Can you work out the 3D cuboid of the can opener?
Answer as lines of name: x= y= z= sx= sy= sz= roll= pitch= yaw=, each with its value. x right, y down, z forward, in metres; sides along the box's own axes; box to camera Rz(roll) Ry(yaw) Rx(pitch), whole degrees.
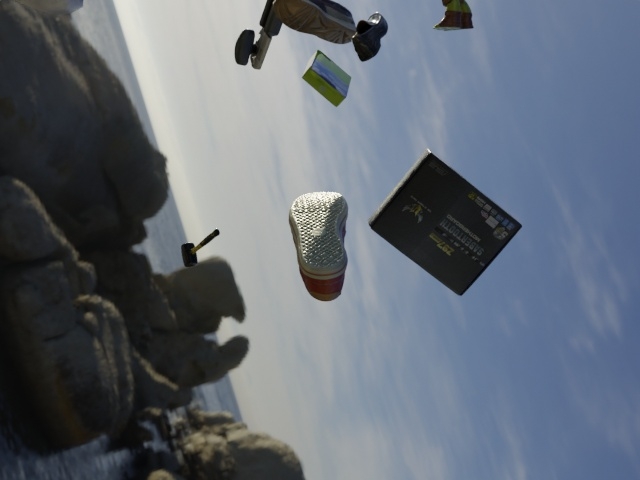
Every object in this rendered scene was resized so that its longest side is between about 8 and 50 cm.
can opener: x=-0.158 y=-0.603 z=2.130 sx=0.076 sy=0.095 sz=0.283 roll=58 pitch=-45 yaw=41

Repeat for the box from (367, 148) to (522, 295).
box: x=0.235 y=-0.033 z=1.473 sx=0.233 sy=0.183 sz=0.059 roll=38 pitch=12 yaw=-10

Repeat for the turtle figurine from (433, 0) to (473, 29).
turtle figurine: x=0.264 y=-0.522 z=1.506 sx=0.269 sy=0.087 sz=0.217 roll=-42 pitch=130 yaw=-70

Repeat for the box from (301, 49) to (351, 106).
box: x=0.016 y=-0.379 z=1.811 sx=0.109 sy=0.042 sz=0.178 roll=38 pitch=25 yaw=-13

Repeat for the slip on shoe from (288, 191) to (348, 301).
slip on shoe: x=0.000 y=0.000 z=1.534 sx=0.331 sy=0.123 sz=0.101 roll=-95 pitch=-177 yaw=-57

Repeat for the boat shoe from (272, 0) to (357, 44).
boat shoe: x=-0.014 y=-0.600 z=2.027 sx=0.103 sy=0.285 sz=0.092 roll=-25 pitch=-116 yaw=42

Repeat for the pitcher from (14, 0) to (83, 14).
pitcher: x=-0.652 y=-0.583 z=1.774 sx=0.177 sy=0.207 sz=0.125 roll=-125 pitch=-142 yaw=-61

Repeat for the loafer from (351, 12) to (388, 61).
loafer: x=0.110 y=-0.473 z=1.741 sx=0.061 sy=0.062 sz=0.170 roll=50 pitch=34 yaw=-29

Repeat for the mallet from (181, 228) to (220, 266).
mallet: x=-0.306 y=0.021 z=1.986 sx=0.190 sy=0.039 sz=0.062 roll=-23 pitch=-108 yaw=52
